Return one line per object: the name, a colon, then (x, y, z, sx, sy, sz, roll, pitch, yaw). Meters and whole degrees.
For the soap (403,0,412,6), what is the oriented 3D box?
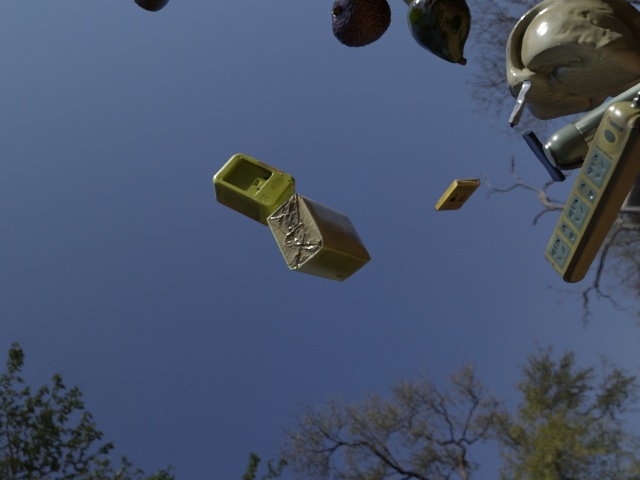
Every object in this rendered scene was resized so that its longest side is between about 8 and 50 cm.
soap: (0.313, -0.875, 1.819, 0.289, 0.095, 0.173, 16, -91, -54)

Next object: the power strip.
power strip: (0.499, -0.090, 1.003, 0.066, 0.092, 0.387, -2, -52, -13)

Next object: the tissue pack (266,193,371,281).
tissue pack: (0.000, 0.000, 1.368, 0.234, 0.125, 0.159, 17, -139, -56)

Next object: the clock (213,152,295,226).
clock: (-0.179, -0.139, 1.530, 0.143, 0.202, 0.096, -54, -19, -33)

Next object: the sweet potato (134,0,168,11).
sweet potato: (-0.301, -0.584, 1.094, 0.286, 0.085, 0.112, -52, -15, 30)

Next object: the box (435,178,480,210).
box: (0.375, -0.123, 1.535, 0.073, 0.149, 0.020, -4, -115, -15)

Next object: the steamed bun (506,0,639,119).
steamed bun: (0.650, -0.489, 1.427, 0.367, 0.342, 0.255, 9, -105, -49)

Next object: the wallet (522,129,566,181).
wallet: (0.577, -0.218, 1.445, 0.018, 0.082, 0.157, -36, -88, 10)

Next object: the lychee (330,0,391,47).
lychee: (0.118, -0.682, 1.695, 0.194, 0.194, 0.194, -8, -79, -44)

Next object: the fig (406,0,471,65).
fig: (0.373, -0.640, 1.698, 0.195, 0.195, 0.245, -30, -77, -38)

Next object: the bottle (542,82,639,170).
bottle: (0.591, -0.233, 1.146, 0.096, 0.253, 0.079, 66, -166, 22)

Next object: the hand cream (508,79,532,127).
hand cream: (0.392, -0.267, 1.093, 0.019, 0.030, 0.093, 15, -75, -13)
